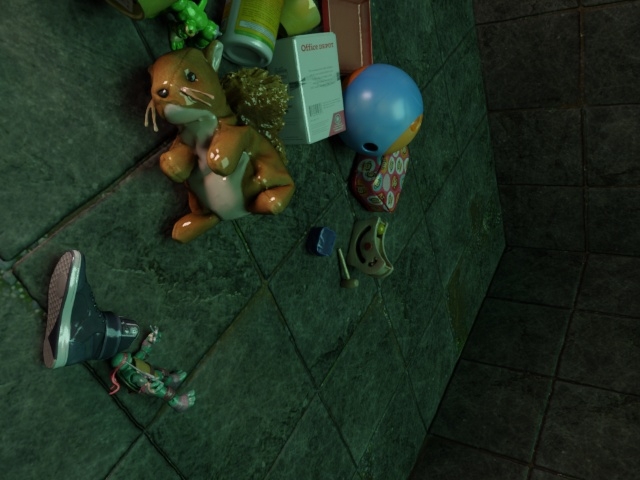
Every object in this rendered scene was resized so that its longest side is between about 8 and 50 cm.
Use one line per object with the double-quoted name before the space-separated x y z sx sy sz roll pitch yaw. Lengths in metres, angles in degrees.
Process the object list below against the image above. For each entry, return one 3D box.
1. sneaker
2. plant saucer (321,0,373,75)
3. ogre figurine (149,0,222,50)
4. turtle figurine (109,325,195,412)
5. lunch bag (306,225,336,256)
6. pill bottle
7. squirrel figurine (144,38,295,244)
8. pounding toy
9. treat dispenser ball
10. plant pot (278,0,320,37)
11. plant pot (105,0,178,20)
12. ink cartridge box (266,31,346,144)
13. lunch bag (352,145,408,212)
"sneaker" -0.433 0.128 1.008 0.163 0.086 0.226 3 102 -45
"plant saucer" 0.085 -0.668 1.694 0.259 0.048 0.258 -24 114 -53
"ogre figurine" -0.297 -0.474 1.104 0.197 0.118 0.096 56 51 -42
"turtle figurine" -0.369 0.280 1.119 0.234 0.118 0.175 57 9 -44
"lunch bag" 0.000 0.000 1.652 0.067 0.065 0.098 29 72 -37
"pill bottle" -0.163 -0.565 1.269 0.136 0.136 0.245 21 78 -55
"squirrel figurine" -0.226 -0.255 1.172 0.370 0.281 0.397 64 30 -23
"pounding toy" 0.162 0.041 1.813 0.155 0.154 0.269 28 72 -54
"treat dispenser ball" 0.182 -0.412 1.658 0.288 0.288 0.288 -12 104 -54
"plant pot" -0.081 -0.609 1.409 0.095 0.134 0.134 -47 137 -7
"plant pot" -0.284 -0.552 0.926 0.293 0.275 0.275 -58 140 -12
"ink cartridge box" -0.038 -0.434 1.486 0.207 0.117 0.282 -32 121 -49
"lunch bag" 0.235 -0.253 1.907 0.258 0.120 0.293 42 60 -50
